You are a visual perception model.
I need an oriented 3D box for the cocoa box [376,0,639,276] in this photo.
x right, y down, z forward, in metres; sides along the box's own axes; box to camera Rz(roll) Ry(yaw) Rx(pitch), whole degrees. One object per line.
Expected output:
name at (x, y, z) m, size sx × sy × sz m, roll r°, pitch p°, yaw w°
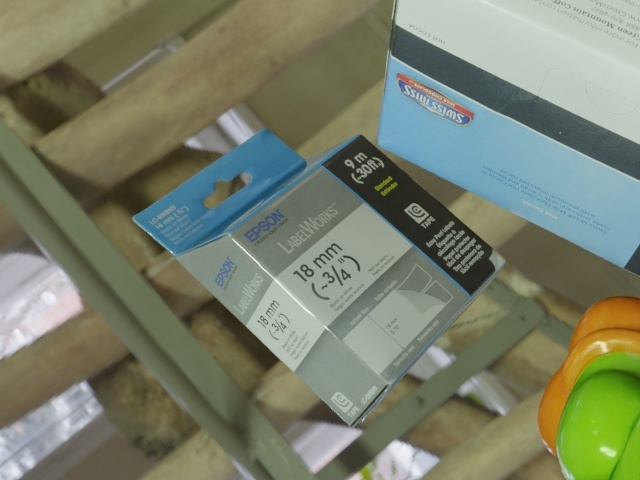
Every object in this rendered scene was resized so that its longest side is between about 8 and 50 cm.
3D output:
cocoa box at (0.252, -0.140, 0.791) m, size 0.347 × 0.231 × 0.228 m, roll 28°, pitch 153°, yaw 13°

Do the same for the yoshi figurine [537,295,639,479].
yoshi figurine at (0.164, 0.166, 0.395) m, size 0.203 × 0.203 × 0.362 m, roll 54°, pitch -161°, yaw -6°

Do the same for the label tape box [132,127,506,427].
label tape box at (0.000, 0.000, 1.079) m, size 0.334 × 0.240 × 0.106 m, roll 42°, pitch 140°, yaw 10°
